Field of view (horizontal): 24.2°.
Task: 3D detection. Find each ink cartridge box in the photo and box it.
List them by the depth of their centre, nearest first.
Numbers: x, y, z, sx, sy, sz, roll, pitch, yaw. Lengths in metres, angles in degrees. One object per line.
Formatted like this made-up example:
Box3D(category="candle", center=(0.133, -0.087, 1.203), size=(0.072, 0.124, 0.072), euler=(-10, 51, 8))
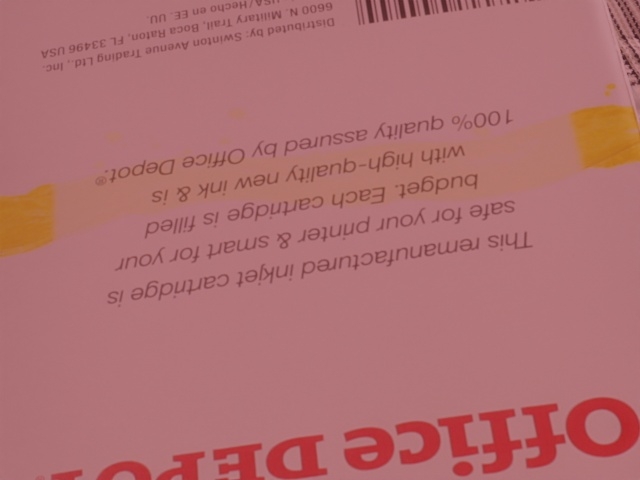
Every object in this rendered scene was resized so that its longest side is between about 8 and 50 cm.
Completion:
Box3D(category="ink cartridge box", center=(0.000, 0.003, 0.671), size=(0.279, 0.160, 0.385), euler=(-8, 55, 2))

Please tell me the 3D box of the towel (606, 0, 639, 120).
Box3D(category="towel", center=(0.285, -0.107, 0.893), size=(0.312, 0.056, 0.324), euler=(-13, 55, -10))
